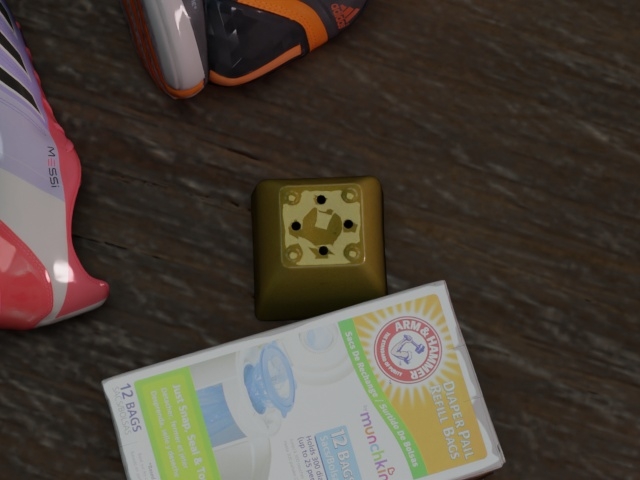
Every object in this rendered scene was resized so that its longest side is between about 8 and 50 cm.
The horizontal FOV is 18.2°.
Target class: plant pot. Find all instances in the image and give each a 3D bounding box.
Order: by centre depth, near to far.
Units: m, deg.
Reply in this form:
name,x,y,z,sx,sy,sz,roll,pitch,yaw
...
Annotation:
name,x,y,z,sx,sy,sz,roll,pitch,yaw
plant pot,0.000,0.000,1.168,0.081,0.083,0.081,-2,79,-1

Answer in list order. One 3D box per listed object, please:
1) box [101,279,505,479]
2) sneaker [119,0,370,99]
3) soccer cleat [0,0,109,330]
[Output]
name,x,y,z,sx,sy,sz,roll,pitch,yaw
box,-0.010,0.108,1.135,0.203,0.103,0.114,-16,80,-4
sneaker,-0.055,-0.256,1.172,0.180,0.124,0.321,-20,116,-12
soccer cleat,-0.189,-0.067,1.191,0.095,0.083,0.248,-3,74,-26
